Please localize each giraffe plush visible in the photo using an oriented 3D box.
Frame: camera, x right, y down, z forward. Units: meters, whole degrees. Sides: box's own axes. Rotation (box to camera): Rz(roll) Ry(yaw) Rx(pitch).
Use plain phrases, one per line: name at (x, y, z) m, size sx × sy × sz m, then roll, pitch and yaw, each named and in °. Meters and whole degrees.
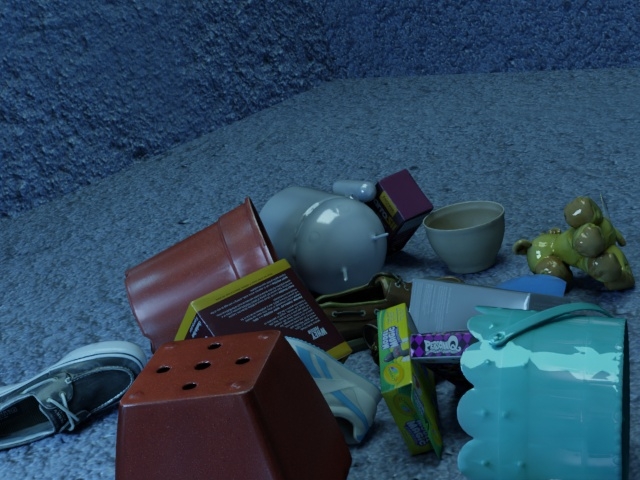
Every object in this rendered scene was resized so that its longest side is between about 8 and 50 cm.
giraffe plush at (0.444, 0.019, 1.957) m, size 0.170 × 0.181 × 0.210 m, roll -28°, pitch 23°, yaw 24°

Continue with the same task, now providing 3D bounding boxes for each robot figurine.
robot figurine at (0.000, 0.000, 2.195) m, size 0.300 × 0.199 × 0.353 m, roll -59°, pitch 32°, yaw -7°

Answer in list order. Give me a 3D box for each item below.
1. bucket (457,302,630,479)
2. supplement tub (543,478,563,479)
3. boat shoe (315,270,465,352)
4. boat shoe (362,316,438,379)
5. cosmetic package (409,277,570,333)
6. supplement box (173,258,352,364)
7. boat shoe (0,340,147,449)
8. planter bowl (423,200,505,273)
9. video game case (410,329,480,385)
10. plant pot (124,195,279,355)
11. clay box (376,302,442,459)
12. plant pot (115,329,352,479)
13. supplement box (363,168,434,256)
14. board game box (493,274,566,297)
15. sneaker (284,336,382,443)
bucket at (0.280, 0.209, 1.325) m, size 0.183 × 0.281 × 0.281 m, roll 1°, pitch 22°, yaw 17°
supplement tub at (0.214, 0.336, 1.175) m, size 0.199 × 0.144 × 0.144 m, roll -8°, pitch 19°, yaw 11°
boat shoe at (0.129, 0.111, 1.940) m, size 0.307 × 0.105 × 0.110 m, roll -19°, pitch 20°, yaw -20°
boat shoe at (0.121, 0.181, 1.791) m, size 0.073 × 0.073 × 0.207 m, roll -24°, pitch 22°, yaw -23°
cosmetic package at (0.272, 0.123, 1.768) m, size 0.238 × 0.107 × 0.127 m, roll 3°, pitch -4°, yaw 43°
supplement box at (-0.093, 0.169, 1.728) m, size 0.191 × 0.194 × 0.129 m, roll -25°, pitch -21°, yaw -34°
boat shoe at (-0.447, 0.282, 1.840) m, size 0.335 × 0.121 × 0.119 m, roll -24°, pitch 27°, yaw 1°
planter bowl at (0.291, -0.001, 2.154) m, size 0.162 × 0.109 × 0.162 m, roll -11°, pitch 19°, yaw 4°
video game case at (0.264, 0.172, 1.578) m, size 0.210 × 0.042 × 0.232 m, roll -4°, pitch -18°, yaw 22°
plant pot at (-0.197, 0.096, 1.981) m, size 0.265 × 0.272 × 0.272 m, roll -24°, pitch 19°, yaw 0°
clay box at (0.128, 0.207, 1.574) m, size 0.053 × 0.127 × 0.222 m, roll -19°, pitch 29°, yaw 13°
plant pot at (-0.128, 0.268, 1.450) m, size 0.267 × 0.236 × 0.267 m, roll -7°, pitch 20°, yaw 14°
supplement box at (0.145, -0.050, 2.256) m, size 0.080 × 0.104 × 0.188 m, roll -24°, pitch -18°, yaw -29°
board game box at (0.357, 0.119, 1.881) m, size 0.133 × 0.033 × 0.169 m, roll -7°, pitch 30°, yaw 24°
sneaker at (-0.019, 0.215, 1.593) m, size 0.087 × 0.228 × 0.092 m, roll -47°, pitch 17°, yaw 56°
